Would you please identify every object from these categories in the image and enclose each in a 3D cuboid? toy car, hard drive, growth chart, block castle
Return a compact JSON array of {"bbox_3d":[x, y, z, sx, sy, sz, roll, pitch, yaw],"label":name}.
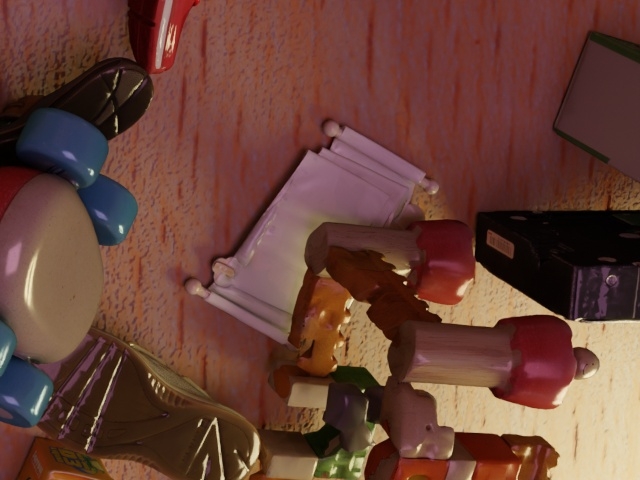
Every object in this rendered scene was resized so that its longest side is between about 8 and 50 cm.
[{"bbox_3d":[-0.311,0.002,1.469,0.210,0.238,0.219,74,36,-64],"label":"toy car"},{"bbox_3d":[0.352,0.022,1.759,0.338,0.237,0.064,-2,104,-19],"label":"hard drive"},{"bbox_3d":[0.000,0.000,1.730,0.172,0.021,0.237,38,92,-33],"label":"growth chart"},{"bbox_3d":[0.082,0.228,1.691,0.212,0.303,0.453,7,111,-25],"label":"block castle"}]

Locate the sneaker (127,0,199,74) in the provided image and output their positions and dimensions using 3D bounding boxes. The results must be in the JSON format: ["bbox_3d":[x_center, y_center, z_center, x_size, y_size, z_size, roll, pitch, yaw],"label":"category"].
[{"bbox_3d":[-0.090,-0.248,1.544,0.128,0.087,0.221,4,111,-25],"label":"sneaker"}]

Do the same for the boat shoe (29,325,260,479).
[{"bbox_3d":[-0.191,0.145,1.652,0.302,0.098,0.109,30,91,-37],"label":"boat shoe"}]

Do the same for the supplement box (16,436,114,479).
[{"bbox_3d":[-0.281,0.311,1.696,0.080,0.078,0.233,23,100,-28],"label":"supplement box"}]

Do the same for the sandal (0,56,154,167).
[{"bbox_3d":[-0.246,-0.100,1.540,0.219,0.060,0.090,-34,137,14],"label":"sandal"}]

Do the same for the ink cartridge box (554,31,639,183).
[{"bbox_3d":[0.412,-0.103,1.775,0.278,0.201,0.117,11,106,-29],"label":"ink cartridge box"}]
